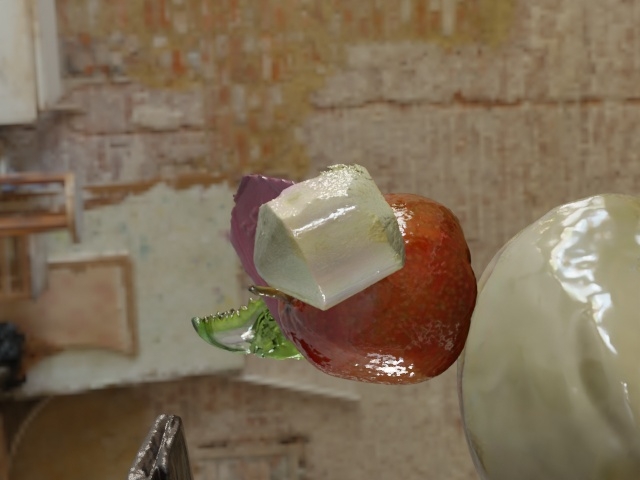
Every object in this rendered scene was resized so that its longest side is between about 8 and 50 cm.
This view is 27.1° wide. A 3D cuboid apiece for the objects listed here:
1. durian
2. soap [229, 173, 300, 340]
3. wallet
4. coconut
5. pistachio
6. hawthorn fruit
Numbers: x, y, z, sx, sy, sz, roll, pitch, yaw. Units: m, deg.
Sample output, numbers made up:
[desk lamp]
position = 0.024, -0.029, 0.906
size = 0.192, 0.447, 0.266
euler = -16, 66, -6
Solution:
[durian]
position = -0.025, 0.121, 2.017
size = 0.106, 0.375, 0.132
euler = 34, 53, -71
[soap]
position = -0.026, 0.008, 1.779
size = 0.162, 0.099, 0.250
euler = -58, -134, 28
[wallet]
position = -0.167, 0.332, 1.494
size = 0.182, 0.049, 0.229
euler = -72, 156, -66
[coconut]
position = 0.000, 0.000, 1.141
size = 0.116, 0.122, 0.116
euler = 60, -10, 18
[pistachio]
position = 0.342, 0.156, 1.562
size = 0.281, 0.365, 0.446
euler = 114, -7, -68
[hawthorn fruit]
position = 0.037, 0.048, 1.280
size = 0.196, 0.225, 0.197
euler = 178, -90, -68
